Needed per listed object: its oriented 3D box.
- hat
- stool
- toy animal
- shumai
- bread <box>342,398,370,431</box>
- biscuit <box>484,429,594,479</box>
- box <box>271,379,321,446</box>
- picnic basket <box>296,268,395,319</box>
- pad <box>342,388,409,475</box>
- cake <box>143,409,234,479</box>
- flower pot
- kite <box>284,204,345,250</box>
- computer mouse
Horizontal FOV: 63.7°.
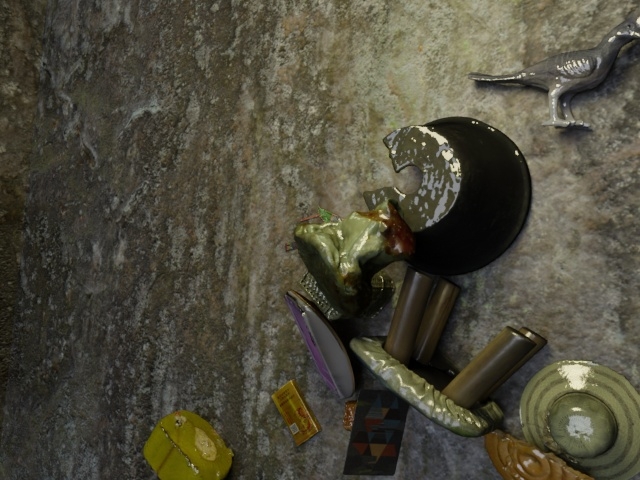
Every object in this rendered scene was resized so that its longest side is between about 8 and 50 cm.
[{"bbox_3d":[0.507,0.364,1.003,0.252,0.110,0.252,-4,83,33],"label":"hat"},{"bbox_3d":[0.266,0.219,1.063,0.310,0.310,0.226,32,96,29],"label":"stool"},{"bbox_3d":[0.504,-0.327,1.083,0.367,0.081,0.206,-14,83,39],"label":"toy animal"},{"bbox_3d":[0.077,0.027,1.056,0.203,0.272,0.222,-32,100,-14],"label":"shumai"},{"bbox_3d":[0.105,0.433,1.272,0.070,0.083,0.077,-6,79,41],"label":"bread"},{"bbox_3d":[0.430,0.474,1.054,0.224,0.033,0.145,23,124,42],"label":"biscuit"},{"bbox_3d":[-0.068,0.473,1.416,0.089,0.022,0.156,-45,64,23],"label":"box"},{"bbox_3d":[0.073,0.111,1.255,0.154,0.196,0.134,43,106,29],"label":"picnic basket"},{"bbox_3d":[0.136,0.461,1.232,0.003,0.142,0.212,-161,81,-71],"label":"pad"},{"bbox_3d":[-0.379,0.629,1.513,0.260,0.179,0.156,39,107,26],"label":"cake"},{"bbox_3d":[0.253,-0.112,1.128,0.379,0.251,0.380,-4,82,31],"label":"flower pot"},{"bbox_3d":[0.000,0.000,1.422,0.244,0.006,0.198,-18,77,30],"label":"kite"},{"bbox_3d":[0.006,0.250,1.271,0.158,0.071,0.310,26,143,63],"label":"computer mouse"}]
